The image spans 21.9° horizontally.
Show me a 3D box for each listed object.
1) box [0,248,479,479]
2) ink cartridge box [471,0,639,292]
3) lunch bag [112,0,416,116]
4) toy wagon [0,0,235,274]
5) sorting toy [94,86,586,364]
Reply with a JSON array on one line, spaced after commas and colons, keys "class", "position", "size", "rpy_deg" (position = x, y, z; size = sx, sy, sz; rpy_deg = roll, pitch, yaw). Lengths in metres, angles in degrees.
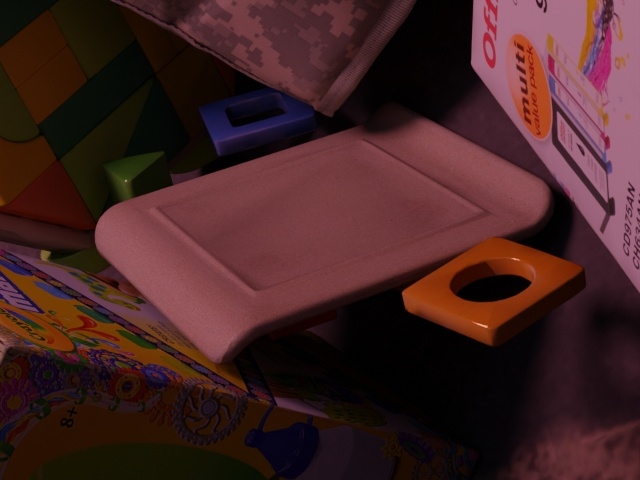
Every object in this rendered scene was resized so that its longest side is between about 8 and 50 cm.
[{"class": "box", "position": [-0.121, 0.179, 0.846], "size": [0.177, 0.279, 0.290], "rpy_deg": [32, 103, 53]}, {"class": "ink cartridge box", "position": [0.176, -0.086, 0.603], "size": [0.233, 0.168, 0.171], "rpy_deg": [-119, 21, -45]}, {"class": "lunch bag", "position": [-0.026, -0.237, 0.901], "size": [0.287, 0.235, 0.169], "rpy_deg": [-57, 14, 20]}, {"class": "toy wagon", "position": [-0.139, -0.153, 1.025], "size": [0.068, 0.267, 0.344], "rpy_deg": [-4, 33, 42]}, {"class": "sorting toy", "position": [0.000, 0.000, 0.874], "size": [0.347, 0.196, 0.047], "rpy_deg": [36, 144, 56]}]
